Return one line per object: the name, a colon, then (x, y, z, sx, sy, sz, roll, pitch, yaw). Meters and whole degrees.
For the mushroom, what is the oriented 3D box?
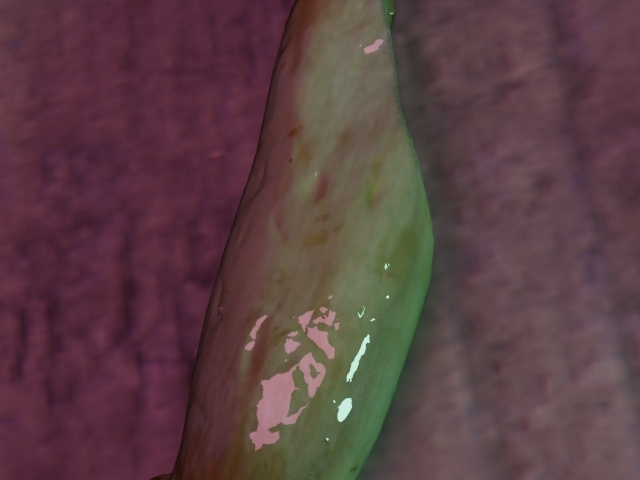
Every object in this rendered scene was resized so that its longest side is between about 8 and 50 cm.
mushroom: (0.003, 0.001, 0.659, 0.107, 0.087, 0.333, 11, 73, 17)
